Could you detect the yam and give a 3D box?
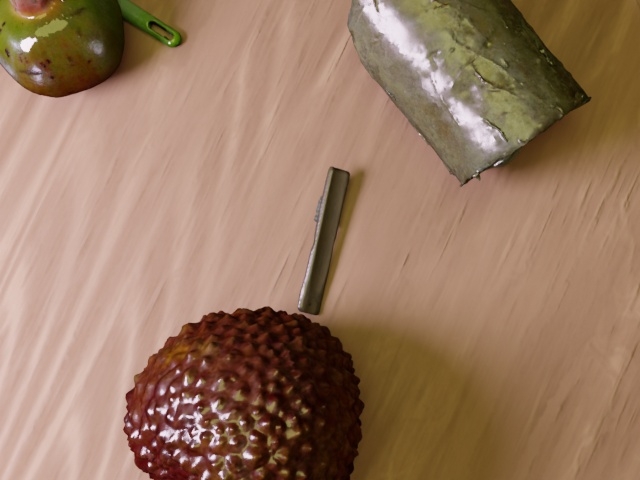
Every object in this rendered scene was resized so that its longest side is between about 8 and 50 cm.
[{"bbox_3d":[0.167,-0.226,1.479,0.195,0.195,0.300,-36,82,-2],"label":"yam"}]

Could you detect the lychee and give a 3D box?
[{"bbox_3d":[-0.086,0.216,1.392,0.275,0.276,0.304,32,64,7],"label":"lychee"}]

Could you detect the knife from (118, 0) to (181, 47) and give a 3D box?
[{"bbox_3d":[-0.269,-0.326,1.608,0.212,0.015,0.054,34,78,8],"label":"knife"}]

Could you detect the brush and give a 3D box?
[{"bbox_3d":[0.000,0.000,1.537,0.034,0.027,0.190,13,87,-31],"label":"brush"}]

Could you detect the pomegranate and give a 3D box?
[{"bbox_3d":[-0.340,-0.281,1.508,0.179,0.210,0.180,-2,66,5],"label":"pomegranate"}]
